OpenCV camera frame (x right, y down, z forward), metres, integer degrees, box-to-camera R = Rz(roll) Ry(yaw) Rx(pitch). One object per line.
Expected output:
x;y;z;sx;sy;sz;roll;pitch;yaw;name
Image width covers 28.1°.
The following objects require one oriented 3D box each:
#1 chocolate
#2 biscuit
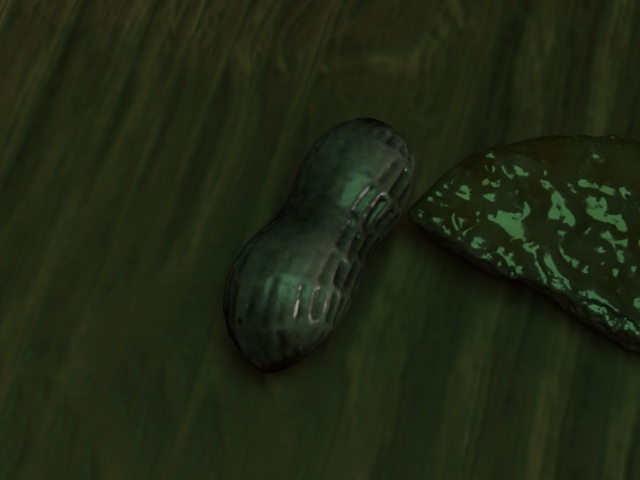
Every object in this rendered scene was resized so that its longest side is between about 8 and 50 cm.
0.000;0.000;0.734;0.072;0.072;0.167;31;67;6;chocolate
0.205;0.009;0.772;0.290;0.038;0.141;30;68;4;biscuit
